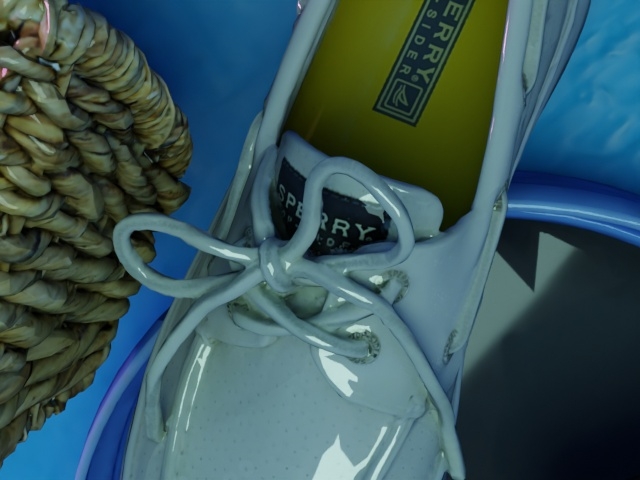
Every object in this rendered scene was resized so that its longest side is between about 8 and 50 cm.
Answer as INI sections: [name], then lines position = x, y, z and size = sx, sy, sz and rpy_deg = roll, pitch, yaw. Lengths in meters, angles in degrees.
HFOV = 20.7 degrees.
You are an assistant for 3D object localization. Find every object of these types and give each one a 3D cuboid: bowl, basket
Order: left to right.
[basket]
position = -0.195, -0.077, 0.669
size = 0.299, 0.213, 0.223
rpy_deg = 28, 116, 11
[bowl]
position = 0.078, 0.150, 0.821
size = 0.391, 0.077, 0.391
rpy_deg = 2, 112, 4

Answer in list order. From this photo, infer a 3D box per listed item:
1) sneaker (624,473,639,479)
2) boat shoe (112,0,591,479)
[sneaker]
position = 0.158, 0.225, 0.754
size = 0.147, 0.104, 0.296
rpy_deg = -11, 105, 11
[boat shoe]
position = 0.009, 0.002, 0.639
size = 0.136, 0.156, 0.367
rpy_deg = 22, 83, 16
